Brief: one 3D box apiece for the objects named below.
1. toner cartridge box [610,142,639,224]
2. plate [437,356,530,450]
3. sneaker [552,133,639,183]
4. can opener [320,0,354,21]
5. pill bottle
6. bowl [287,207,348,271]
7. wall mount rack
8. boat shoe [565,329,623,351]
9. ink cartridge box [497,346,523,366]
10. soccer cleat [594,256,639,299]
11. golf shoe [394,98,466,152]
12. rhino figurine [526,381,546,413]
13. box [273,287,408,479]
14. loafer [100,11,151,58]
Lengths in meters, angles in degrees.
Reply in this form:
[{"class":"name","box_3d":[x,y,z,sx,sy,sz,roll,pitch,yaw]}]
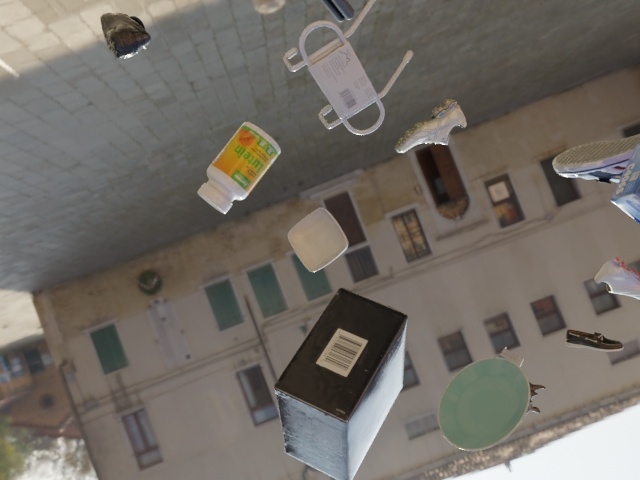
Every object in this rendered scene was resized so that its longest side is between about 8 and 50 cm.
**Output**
[{"class":"toner cartridge box","box_3d":[0.813,-0.058,1.584,0.165,0.347,0.075,-59,-168,-19]},{"class":"plate","box_3d":[0.299,0.298,1.314,0.188,0.024,0.188,-32,-148,23]},{"class":"sneaker","box_3d":[0.750,-0.184,1.795,0.320,0.128,0.126,-11,-152,25]},{"class":"can opener","box_3d":[0.007,-0.804,2.370,0.075,0.095,0.283,-2,153,38]},{"class":"pill bottle","box_3d":[-0.235,-0.201,2.053,0.246,0.136,0.136,-53,-178,-8]},{"class":"bowl","box_3d":[0.000,0.000,1.947,0.142,0.142,0.053,-37,163,15]},{"class":"wall mount rack","box_3d":[0.086,-0.456,1.844,0.304,0.350,0.130,-32,-140,6]},{"class":"boat shoe","box_3d":[0.621,0.226,1.641,0.125,0.038,0.046,4,-173,33]},{"class":"ink cartridge box","box_3d":[0.487,0.353,1.920,0.104,0.061,0.181,-67,162,11]},{"class":"soccer cleat","box_3d":[0.735,0.105,1.749,0.196,0.068,0.076,29,117,-31]},{"class":"golf shoe","box_3d":[0.256,-0.244,1.662,0.176,0.086,0.069,-36,-168,12]},{"class":"rhino figurine","box_3d":[0.426,0.406,1.719,0.243,0.073,0.106,-30,-150,14]},{"class":"box","box_3d":[0.056,0.323,1.605,0.296,0.182,0.294,-54,155,-35]},{"class":"loafer","box_3d":[-0.387,-0.410,1.435,0.078,0.076,0.223,-20,-148,-15]}]
